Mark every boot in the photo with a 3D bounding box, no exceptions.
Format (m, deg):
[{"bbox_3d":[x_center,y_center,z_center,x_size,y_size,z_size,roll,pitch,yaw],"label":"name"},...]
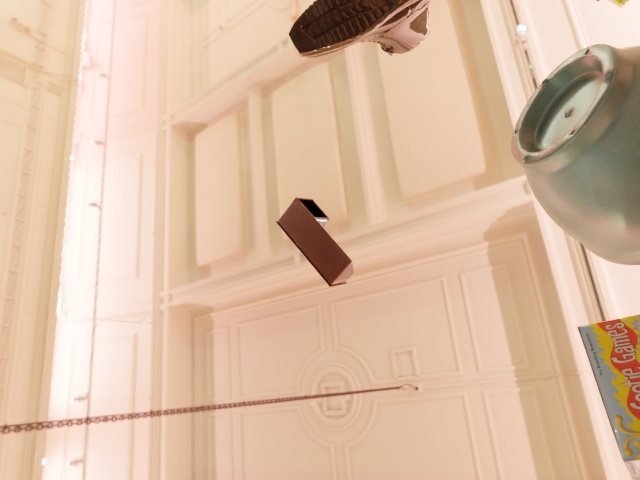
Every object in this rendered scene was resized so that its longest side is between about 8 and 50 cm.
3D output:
[{"bbox_3d":[0.066,-0.271,0.602,0.198,0.137,0.077,-25,-105,5],"label":"boot"}]

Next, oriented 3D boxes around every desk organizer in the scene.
[{"bbox_3d":[0.000,0.000,0.646,0.130,0.047,0.050,49,-65,22],"label":"desk organizer"}]

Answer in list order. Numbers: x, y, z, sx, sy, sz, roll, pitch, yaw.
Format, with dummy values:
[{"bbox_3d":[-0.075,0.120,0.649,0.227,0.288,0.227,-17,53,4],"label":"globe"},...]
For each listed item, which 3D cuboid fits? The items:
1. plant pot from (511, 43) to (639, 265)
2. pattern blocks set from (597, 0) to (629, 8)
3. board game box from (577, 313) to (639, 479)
[{"bbox_3d":[0.394,-0.138,0.617,0.293,0.196,0.293,-61,-169,21],"label":"plant pot"},{"bbox_3d":[0.461,-0.529,0.869,0.285,0.325,0.026,54,-54,24],"label":"pattern blocks set"},{"bbox_3d":[0.431,0.142,0.443,0.275,0.144,0.142,-20,-134,26],"label":"board game box"}]
